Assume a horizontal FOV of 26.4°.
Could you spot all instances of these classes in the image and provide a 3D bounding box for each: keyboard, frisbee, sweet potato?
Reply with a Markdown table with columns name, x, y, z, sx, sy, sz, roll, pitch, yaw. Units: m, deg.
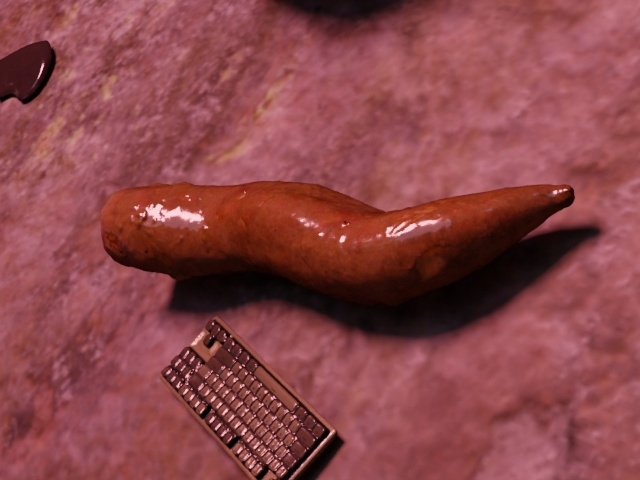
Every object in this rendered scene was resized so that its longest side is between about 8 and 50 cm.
| name | x | y | z | sx | sy | sz | roll | pitch | yaw |
| --- | --- | --- | --- | --- | --- | --- | --- | --- | --- |
| keyboard | -0.041 | 0.087 | 0.725 | 0.049 | 0.015 | 0.129 | -51 | 41 | -1 |
| frisbee | -0.302 | -0.114 | 1.099 | 0.187 | 0.012 | 0.211 | -54 | 43 | -4 |
| sweet potato | 0.000 | 0.000 | 0.720 | 0.281 | 0.059 | 0.067 | 6 | 30 | 39 |
